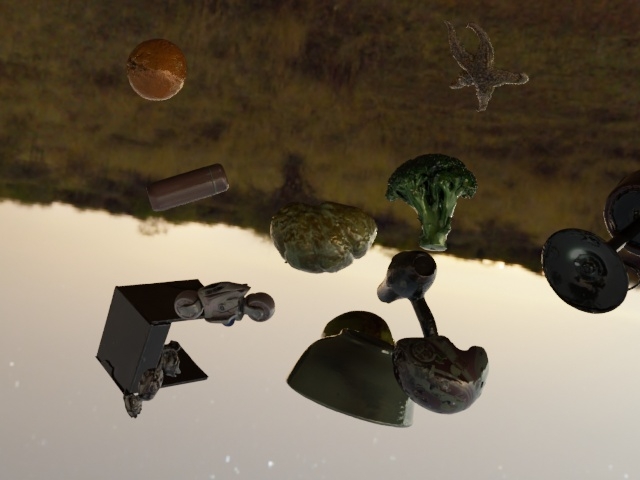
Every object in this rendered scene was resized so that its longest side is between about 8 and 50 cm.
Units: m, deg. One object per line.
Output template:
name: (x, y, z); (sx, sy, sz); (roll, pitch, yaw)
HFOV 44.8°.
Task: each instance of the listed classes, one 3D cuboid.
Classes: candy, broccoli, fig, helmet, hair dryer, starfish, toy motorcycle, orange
candy: (-0.410, 0.340, 1.898); (0.051, 0.226, 0.094); (25, -159, -41)
broccoli: (0.302, -0.104, 2.107); (0.254, 0.268, 0.269); (-2, 178, 16)
fig: (0.109, 0.340, 2.477); (0.240, 0.239, 0.271); (8, 175, -39)
helmet: (0.211, 0.253, 1.395); (0.177, 0.107, 0.153); (14, 143, -1)
hair dryer: (0.237, 0.208, 1.866); (0.120, 0.359, 0.303); (-13, 164, -20)
starfish: (0.461, -0.502, 2.306); (0.299, 0.060, 0.302); (36, 154, 12)
toy motorcycle: (-0.235, 0.147, 1.890); (0.255, 0.112, 0.112); (2, 180, 11)
orange: (-0.360, -0.371, 1.692); (0.136, 0.135, 0.117); (9, -157, 28)
orange: (0.000, 0.000, 2.630); (0.369, 0.210, 0.270); (-3, 137, 18)

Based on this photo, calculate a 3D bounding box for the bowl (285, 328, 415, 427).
bowl: (0.083, 0.277, 1.655); (0.289, 0.146, 0.289); (19, 180, 0)

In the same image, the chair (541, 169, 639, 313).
chair: (0.749, -0.009, 1.922); (0.401, 0.226, 0.227); (-32, -153, -35)

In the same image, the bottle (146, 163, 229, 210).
bottle: (-0.234, -0.094, 1.372); (0.140, 0.053, 0.053); (-18, -175, -7)

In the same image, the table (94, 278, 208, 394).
table: (-0.440, 0.268, 2.187); (0.282, 0.250, 0.196); (-2, -150, -46)
